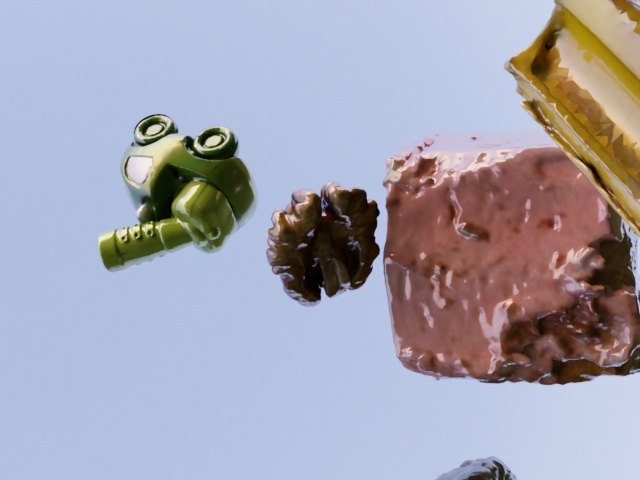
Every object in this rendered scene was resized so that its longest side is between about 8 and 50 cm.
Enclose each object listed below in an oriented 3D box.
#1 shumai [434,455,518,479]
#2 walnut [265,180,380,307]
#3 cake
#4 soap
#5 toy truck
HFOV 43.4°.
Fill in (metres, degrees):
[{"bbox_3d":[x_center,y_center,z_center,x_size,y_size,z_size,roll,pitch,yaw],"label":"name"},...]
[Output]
[{"bbox_3d":[0.139,0.450,1.052,0.330,0.289,0.291,38,-141,-59],"label":"shumai"},{"bbox_3d":[0.000,0.000,0.946,0.143,0.069,0.170,-18,-46,-15],"label":"walnut"},{"bbox_3d":[0.252,0.015,1.019,0.293,0.315,0.306,-25,-68,-66],"label":"cake"},{"bbox_3d":[0.274,-0.030,0.493,0.204,0.096,0.324,-3,-131,-39],"label":"soap"},{"bbox_3d":[-0.179,-0.050,1.048,0.148,0.187,0.210,76,-162,-47],"label":"toy truck"}]
